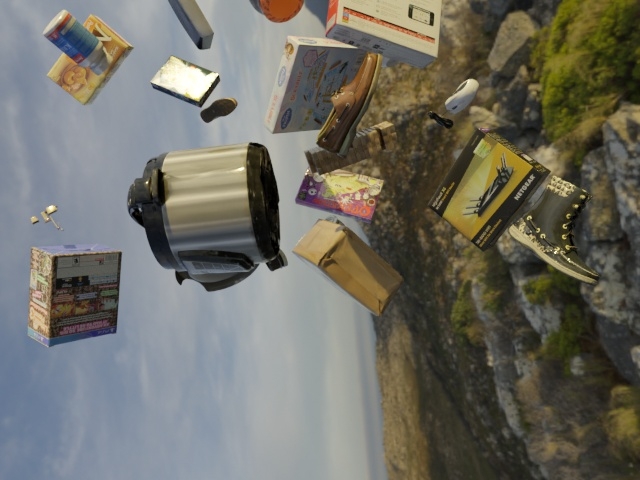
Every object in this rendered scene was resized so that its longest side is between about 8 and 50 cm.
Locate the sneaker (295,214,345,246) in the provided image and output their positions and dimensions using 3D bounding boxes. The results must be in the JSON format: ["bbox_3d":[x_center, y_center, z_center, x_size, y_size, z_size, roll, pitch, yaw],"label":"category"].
[{"bbox_3d":[0.000,0.000,2.090,0.095,0.235,0.090,44,-164,-41],"label":"sneaker"}]

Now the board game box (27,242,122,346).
[{"bbox_3d":[-0.797,0.167,1.650,0.232,0.141,0.291,-3,-77,-54],"label":"board game box"}]

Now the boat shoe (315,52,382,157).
[{"bbox_3d":[0.077,-0.386,1.432,0.110,0.104,0.307,-86,17,-67],"label":"boat shoe"}]

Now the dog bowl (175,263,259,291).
[{"bbox_3d":[-0.409,0.060,1.996,0.348,0.349,0.102,78,167,-56],"label":"dog bowl"}]

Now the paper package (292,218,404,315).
[{"bbox_3d":[0.090,0.087,1.785,0.309,0.168,0.325,41,173,-19],"label":"paper package"}]

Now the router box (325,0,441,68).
[{"bbox_3d":[0.197,-0.706,1.501,0.082,0.335,0.301,163,115,-67],"label":"router box"}]

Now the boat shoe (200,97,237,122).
[{"bbox_3d":[-0.366,-0.486,1.858,0.060,0.178,0.064,-50,-61,-44],"label":"boat shoe"}]

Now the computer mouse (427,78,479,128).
[{"bbox_3d":[0.479,-0.482,1.784,0.193,0.106,0.042,-47,26,27],"label":"computer mouse"}]

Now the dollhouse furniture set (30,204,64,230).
[{"bbox_3d":[-0.864,-0.059,1.620,0.114,0.091,0.081,-6,114,62],"label":"dollhouse furniture set"}]

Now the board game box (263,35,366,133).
[{"bbox_3d":[-0.018,-0.528,1.740,0.066,0.318,0.318,46,131,29],"label":"board game box"}]

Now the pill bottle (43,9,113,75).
[{"bbox_3d":[-0.887,-0.722,1.873,0.221,0.124,0.124,41,-147,-39],"label":"pill bottle"}]

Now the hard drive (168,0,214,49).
[{"bbox_3d":[-0.461,-0.796,1.754,0.254,0.054,0.172,59,166,-10],"label":"hard drive"}]

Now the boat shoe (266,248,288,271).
[{"bbox_3d":[-0.198,0.032,1.765,0.228,0.069,0.081,38,148,46],"label":"boat shoe"}]

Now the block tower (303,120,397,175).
[{"bbox_3d":[0.114,-0.339,1.877,0.097,0.335,0.091,-121,11,-67],"label":"block tower"}]

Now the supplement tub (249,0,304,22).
[{"bbox_3d":[-0.185,-0.910,1.738,0.316,0.194,0.193,62,175,24],"label":"supplement tub"}]

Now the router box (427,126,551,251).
[{"bbox_3d":[0.515,-0.159,1.584,0.243,0.081,0.309,44,127,24],"label":"router box"}]

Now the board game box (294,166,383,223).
[{"bbox_3d":[0.084,-0.212,2.230,0.056,0.347,0.208,79,-152,-68],"label":"board game box"}]

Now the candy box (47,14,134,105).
[{"bbox_3d":[-0.949,-0.740,2.097,0.183,0.316,0.087,40,-170,-14],"label":"candy box"}]

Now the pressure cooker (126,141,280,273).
[{"bbox_3d":[-0.343,-0.093,1.510,0.375,0.420,0.369,-93,-3,-61],"label":"pressure cooker"}]

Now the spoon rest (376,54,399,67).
[{"bbox_3d":[0.289,-0.820,2.140,0.276,0.137,0.084,35,-145,-74],"label":"spoon rest"}]

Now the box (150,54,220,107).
[{"bbox_3d":[-0.553,-0.654,2.082,0.159,0.233,0.044,-62,-11,-21],"label":"box"}]

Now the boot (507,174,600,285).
[{"bbox_3d":[0.563,-0.026,1.149,0.236,0.085,0.178,47,113,43],"label":"boot"}]
